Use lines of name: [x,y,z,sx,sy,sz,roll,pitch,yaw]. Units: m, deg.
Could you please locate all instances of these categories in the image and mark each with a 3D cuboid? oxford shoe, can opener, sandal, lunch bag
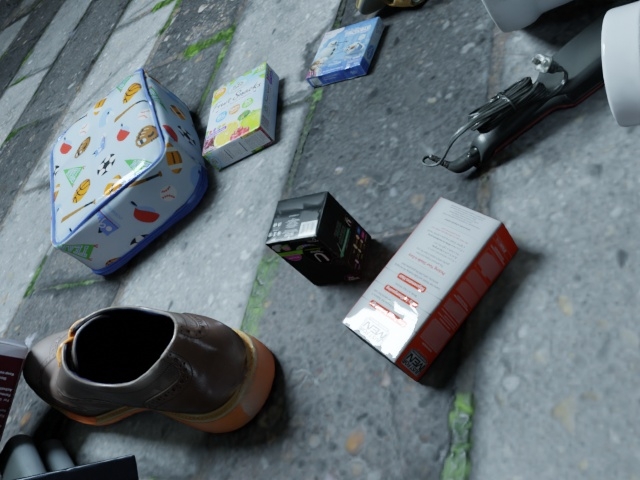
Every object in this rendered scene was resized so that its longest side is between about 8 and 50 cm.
oxford shoe: [-0.221,0.115,0.633,0.364,0.133,0.129,-10,53,35]
can opener: [-0.234,0.259,0.573,0.280,0.074,0.093,18,80,49]
sandal: [0.124,-0.327,0.764,0.180,0.072,0.048,-16,87,29]
lunch bag: [-0.298,-0.106,0.895,0.243,0.115,0.303,-39,42,12]

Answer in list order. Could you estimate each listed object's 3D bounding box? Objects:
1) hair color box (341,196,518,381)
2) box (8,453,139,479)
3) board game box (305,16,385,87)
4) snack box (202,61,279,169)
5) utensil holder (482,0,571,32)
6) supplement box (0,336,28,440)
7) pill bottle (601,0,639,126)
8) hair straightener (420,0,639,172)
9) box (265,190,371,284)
hair color box: [0.091,0.038,0.505,0.141,0.043,0.072,-50,41,-6]
box: [-0.245,0.328,0.375,0.297,0.183,0.293,-26,72,21]
board game box: [0.033,-0.250,0.804,0.090,0.020,0.090,-3,55,39]
snack box: [-0.110,-0.176,0.849,0.100,0.037,0.141,-20,47,25]
utensil holder: [0.288,-0.398,0.489,0.386,0.327,0.327,-16,49,27]
supplement box: [-0.392,0.225,0.660,0.130,0.073,0.239,-14,63,62]
pill bottle: [0.315,-0.136,0.399,0.222,0.124,0.124,-4,56,38]
hair straightener: [0.184,-0.137,0.533,0.231,0.089,0.047,-33,58,13]
box: [0.000,0.000,0.580,0.062,0.083,0.052,-8,55,35]
